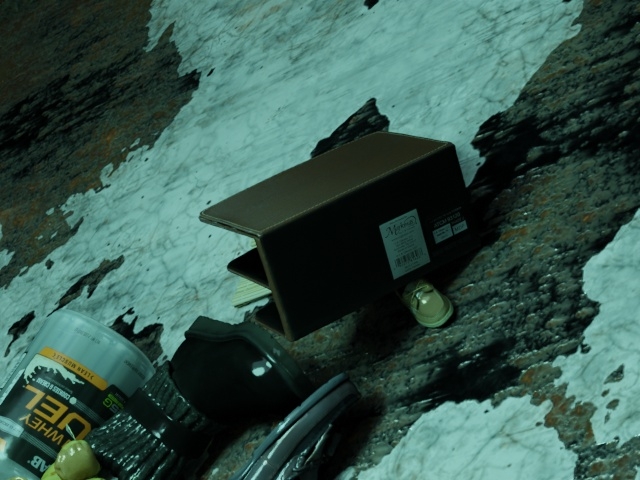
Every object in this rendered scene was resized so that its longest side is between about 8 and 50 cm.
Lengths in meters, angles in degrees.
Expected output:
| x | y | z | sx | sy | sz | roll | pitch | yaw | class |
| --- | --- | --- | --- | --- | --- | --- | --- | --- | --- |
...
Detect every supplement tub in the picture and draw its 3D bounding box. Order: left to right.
| x | y | z | sx | sy | sz | roll | pitch | yaw | class |
| --- | --- | --- | --- | --- | --- | --- | --- | --- | --- |
| -0.397 | 0.276 | 2.267 | 0.193 | 0.193 | 0.316 | 3 | 56 | 52 | supplement tub |

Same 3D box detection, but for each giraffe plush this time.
| x | y | z | sx | sy | sz | roll | pitch | yaw | class |
| --- | --- | --- | --- | --- | --- | --- | --- | --- | --- |
| -0.369 | 0.361 | 2.071 | 0.170 | 0.181 | 0.210 | -29 | 44 | -17 | giraffe plush |

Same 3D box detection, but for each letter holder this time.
| x | y | z | sx | sy | sz | roll | pitch | yaw | class |
| --- | --- | --- | --- | --- | --- | --- | --- | --- | --- |
| 0.019 | -0.017 | 2.044 | 0.302 | 0.152 | 0.214 | -26 | 21 | -23 | letter holder |

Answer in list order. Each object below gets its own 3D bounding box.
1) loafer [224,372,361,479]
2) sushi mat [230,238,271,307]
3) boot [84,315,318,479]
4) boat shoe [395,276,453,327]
| x | y | z | sx | sy | sz | roll | pitch | yaw | class |
| --- | --- | --- | --- | --- | --- | --- | --- | --- | --- |
| -0.049 | 0.299 | 1.936 | 0.302 | 0.095 | 0.109 | -44 | -12 | -2 | loafer |
| 0.000 | 0.000 | 2.292 | 0.316 | 0.019 | 0.151 | -22 | 38 | 34 | sushi mat |
| -0.162 | 0.241 | 2.077 | 0.260 | 0.131 | 0.348 | -47 | 19 | -18 | boot |
| 0.127 | 0.072 | 2.020 | 0.050 | 0.045 | 0.135 | -47 | 30 | -4 | boat shoe |
